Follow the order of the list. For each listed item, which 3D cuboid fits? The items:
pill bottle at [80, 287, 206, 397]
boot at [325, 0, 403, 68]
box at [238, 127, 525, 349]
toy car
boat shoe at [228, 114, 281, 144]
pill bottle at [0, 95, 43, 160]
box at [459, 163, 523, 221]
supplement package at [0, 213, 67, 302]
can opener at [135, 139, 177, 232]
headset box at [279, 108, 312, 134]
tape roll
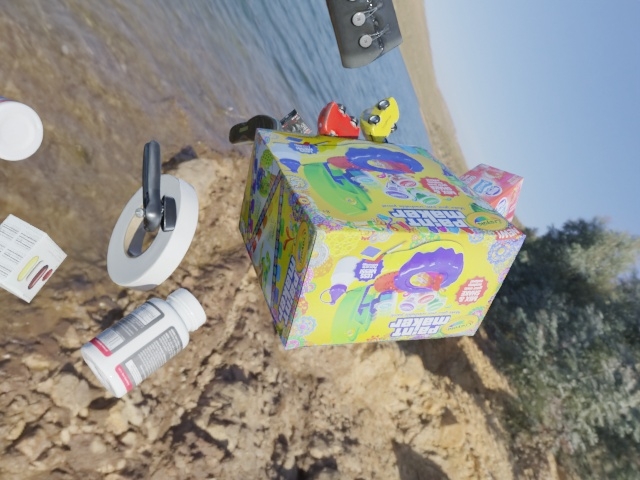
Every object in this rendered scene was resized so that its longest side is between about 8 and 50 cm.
[{"bbox_3d":[-0.490,0.276,1.442,0.318,0.176,0.176,-38,112,-34],"label":"pill bottle"},{"bbox_3d":[0.028,-0.718,1.532,0.445,0.366,0.146,57,19,-54],"label":"boot"},{"bbox_3d":[0.063,-0.012,0.721,0.279,0.289,0.177,-121,-141,-49],"label":"box"},{"bbox_3d":[0.064,-0.134,0.893,0.239,0.053,0.225,-24,117,-50],"label":"toy car"},{"bbox_3d":[-0.146,-0.266,1.246,0.072,0.190,0.068,9,89,-42],"label":"boat shoe"},{"bbox_3d":[-0.717,-0.256,1.091,0.124,0.221,0.124,-42,143,-43],"label":"pill bottle"},{"bbox_3d":[0.371,-0.076,1.223,0.256,0.122,0.128,-30,135,-40],"label":"box"},{"bbox_3d":[-1.004,0.063,1.694,0.203,0.149,0.194,-60,173,-23],"label":"supplement package"},{"bbox_3d":[-0.336,-0.107,1.016,0.073,0.059,0.186,-3,84,-48],"label":"can opener"},{"bbox_3d":[-0.069,-0.319,1.430,0.083,0.062,0.032,45,13,-41],"label":"headset box"},{"bbox_3d":[-0.543,-0.030,1.631,0.072,0.392,0.392,32,39,-44],"label":"tape roll"}]
